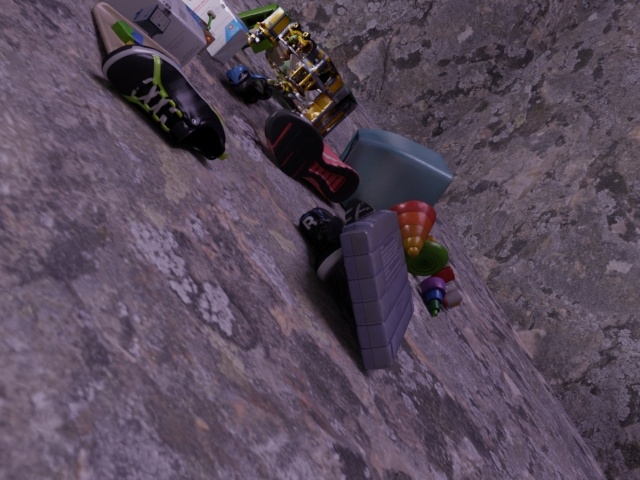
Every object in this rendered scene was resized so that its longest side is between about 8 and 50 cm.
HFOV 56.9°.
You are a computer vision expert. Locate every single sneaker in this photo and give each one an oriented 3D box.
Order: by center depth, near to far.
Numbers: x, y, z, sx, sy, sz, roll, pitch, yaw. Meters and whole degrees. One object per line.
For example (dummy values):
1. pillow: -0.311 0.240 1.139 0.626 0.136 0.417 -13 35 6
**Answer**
1. sneaker: -0.214 -0.197 0.880 0.235 0.084 0.097 33 26 -48
2. sneaker: 0.000 0.000 1.081 0.121 0.079 0.217 43 15 5
3. sneaker: -0.041 -0.199 1.365 0.314 0.116 0.136 39 6 -46
4. sneaker: -0.168 -0.360 1.413 0.188 0.067 0.078 -8 83 -73
5. sneaker: 0.127 -0.010 1.435 0.208 0.082 0.094 58 9 -2

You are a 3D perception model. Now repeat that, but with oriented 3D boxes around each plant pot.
1. plant pot: 0.165 -0.164 1.581 0.252 0.247 0.247 30 21 -10

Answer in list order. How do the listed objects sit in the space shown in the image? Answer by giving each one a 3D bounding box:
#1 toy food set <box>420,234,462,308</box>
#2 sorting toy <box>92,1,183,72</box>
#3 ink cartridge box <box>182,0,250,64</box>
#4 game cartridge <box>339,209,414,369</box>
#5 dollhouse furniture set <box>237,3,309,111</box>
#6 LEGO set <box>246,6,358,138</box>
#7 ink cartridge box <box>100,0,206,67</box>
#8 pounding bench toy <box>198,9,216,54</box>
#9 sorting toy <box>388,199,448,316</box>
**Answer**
1. toy food set: 0.327 0.113 1.719 0.111 0.105 0.232 -119 -175 -74
2. sorting toy: -0.281 -0.292 0.985 0.193 0.038 0.208 33 25 -48
3. ink cartridge box: -0.258 -0.538 1.447 0.180 0.104 0.060 57 17 15
4. game cartridge: 0.109 0.067 1.075 0.355 0.068 0.230 -26 102 -73
5. dollhouse furniture set: -0.149 -0.502 1.741 0.301 0.151 0.197 60 28 -45
6. LEGO set: -0.068 -0.368 1.416 0.255 0.192 0.331 48 5 13
7. ink cartridge box: -0.317 -0.440 1.122 0.191 0.082 0.139 36 22 -39
8. pounding bench toy: -0.265 -0.474 1.329 0.052 0.083 0.065 34 23 -47
9. sorting toy: 0.255 0.068 1.472 0.365 0.127 0.126 64 22 -43
